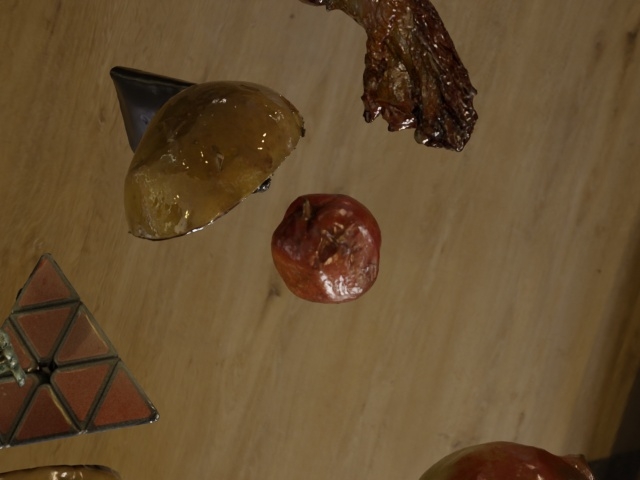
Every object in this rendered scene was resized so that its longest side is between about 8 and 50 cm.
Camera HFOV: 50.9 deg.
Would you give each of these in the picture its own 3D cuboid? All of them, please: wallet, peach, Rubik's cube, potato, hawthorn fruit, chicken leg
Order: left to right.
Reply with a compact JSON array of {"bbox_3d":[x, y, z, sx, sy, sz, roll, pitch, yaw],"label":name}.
[{"bbox_3d":[-0.373,0.202,0.981,0.233,0.228,0.228,29,116,-20],"label":"Rubik's cube"},{"bbox_3d":[-0.238,-0.202,1.226,0.051,0.378,0.197,-38,134,-38],"label":"wallet"},{"bbox_3d":[-0.154,-0.133,0.898,0.299,0.239,0.116,-52,134,-29],"label":"potato"},{"bbox_3d":[0.004,0.010,0.992,0.179,0.174,0.173,3,96,-53],"label":"hawthorn fruit"},{"bbox_3d":[0.075,-0.235,0.798,0.083,0.177,0.322,-26,84,-34],"label":"chicken leg"},{"bbox_3d":[0.202,0.325,0.717,0.257,0.232,0.232,-32,104,-18],"label":"peach"}]

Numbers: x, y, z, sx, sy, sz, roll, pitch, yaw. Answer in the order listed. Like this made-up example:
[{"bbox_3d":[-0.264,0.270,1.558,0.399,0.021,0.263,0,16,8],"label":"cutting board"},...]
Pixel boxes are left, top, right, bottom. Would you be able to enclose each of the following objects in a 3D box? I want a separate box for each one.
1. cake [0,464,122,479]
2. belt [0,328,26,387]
[{"bbox_3d":[-0.239,0.292,0.542,0.185,0.207,0.178,-8,64,-19],"label":"cake"},{"bbox_3d":[-0.294,0.062,0.547,0.100,0.065,0.179,-16,140,-41],"label":"belt"}]
